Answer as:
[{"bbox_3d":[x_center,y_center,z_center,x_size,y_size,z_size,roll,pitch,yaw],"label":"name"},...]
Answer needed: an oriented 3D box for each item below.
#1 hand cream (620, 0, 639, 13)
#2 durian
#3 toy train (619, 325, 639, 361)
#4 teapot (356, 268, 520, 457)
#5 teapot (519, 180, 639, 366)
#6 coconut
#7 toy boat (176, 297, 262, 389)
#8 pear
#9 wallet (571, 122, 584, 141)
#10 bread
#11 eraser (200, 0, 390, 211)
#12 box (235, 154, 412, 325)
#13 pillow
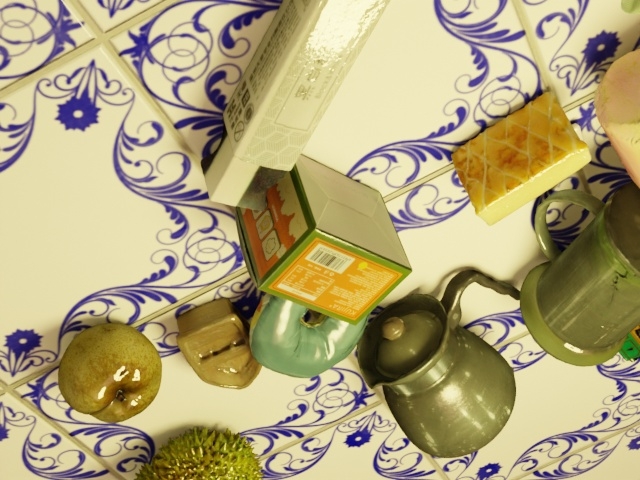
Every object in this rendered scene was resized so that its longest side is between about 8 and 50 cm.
[{"bbox_3d":[0.542,-0.350,1.528,0.306,0.093,0.147,10,93,-29],"label":"hand cream"},{"bbox_3d":[-0.227,0.484,2.025,0.291,0.224,0.291,-7,128,-9],"label":"durian"},{"bbox_3d":[0.591,0.170,2.096,0.136,0.091,0.227,-23,140,20],"label":"toy train"},{"bbox_3d":[0.217,0.201,1.906,0.305,0.223,0.285,-31,129,16],"label":"teapot"},{"bbox_3d":[0.459,0.028,1.781,0.200,0.270,0.337,-35,167,-29],"label":"teapot"},{"bbox_3d":[0.536,-0.170,1.617,0.233,0.233,0.245,-34,133,16],"label":"coconut"},{"bbox_3d":[-0.163,0.177,1.852,0.116,0.061,0.188,-23,137,2],"label":"toy boat"},{"bbox_3d":[-0.333,0.214,1.772,0.167,0.136,0.167,-18,128,-24],"label":"pear"},{"bbox_3d":[0.351,-0.138,1.734,0.122,0.025,0.061,-24,139,6],"label":"wallet"},{"bbox_3d":[0.297,-0.124,1.658,0.188,0.125,0.068,-33,143,16],"label":"bread"},{"bbox_3d":[-0.034,-0.216,1.462,0.096,0.098,0.404,11,130,-29],"label":"eraser"},{"bbox_3d":[0.000,0.000,1.640,0.195,0.177,0.148,22,123,-36],"label":"box"},{"bbox_3d":[-0.012,0.134,1.825,0.233,0.086,0.214,20,109,-43],"label":"pillow"}]
